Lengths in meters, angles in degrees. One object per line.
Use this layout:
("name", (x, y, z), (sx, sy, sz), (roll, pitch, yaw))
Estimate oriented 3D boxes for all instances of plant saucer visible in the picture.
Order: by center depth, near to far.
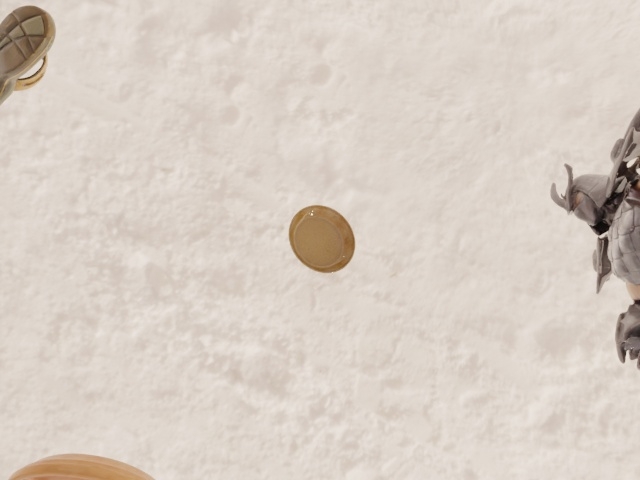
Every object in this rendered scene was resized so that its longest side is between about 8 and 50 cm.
("plant saucer", (0.000, 0.000, 0.728), (0.083, 0.083, 0.015), (50, 149, 1))
("plant saucer", (-0.267, 0.305, 0.748), (0.200, 0.037, 0.200), (4, 136, 4))

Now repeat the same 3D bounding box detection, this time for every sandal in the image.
("sandal", (-0.332, -0.192, 0.694), (0.180, 0.049, 0.072), (-30, 69, 37))

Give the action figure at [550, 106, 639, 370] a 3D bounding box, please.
("action figure", (0.243, 0.033, 0.374), (0.099, 0.185, 0.285), (-37, 48, -6))
